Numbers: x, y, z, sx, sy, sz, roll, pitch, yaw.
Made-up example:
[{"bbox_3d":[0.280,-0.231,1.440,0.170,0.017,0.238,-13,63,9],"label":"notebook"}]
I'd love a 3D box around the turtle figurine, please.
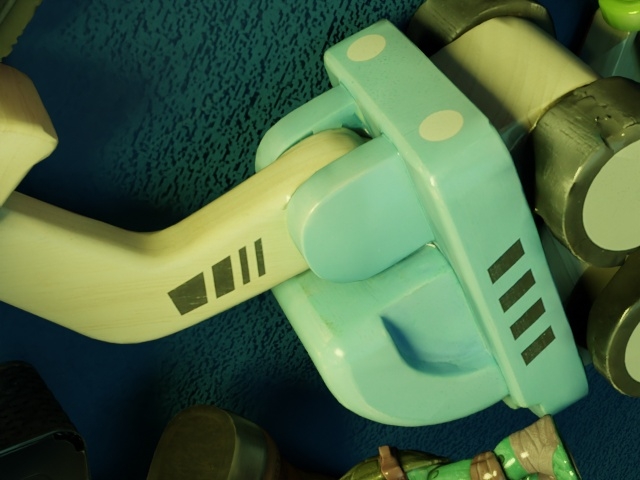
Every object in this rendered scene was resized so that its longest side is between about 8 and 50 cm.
[{"bbox_3d":[0.067,0.197,0.883,0.234,0.118,0.175,-25,170,8],"label":"turtle figurine"}]

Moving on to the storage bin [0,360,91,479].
[{"bbox_3d":[-0.219,0.185,0.843,0.122,0.084,0.180,-19,127,-26],"label":"storage bin"}]

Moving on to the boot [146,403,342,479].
[{"bbox_3d":[-0.069,0.274,0.948,0.280,0.096,0.264,47,54,-58],"label":"boot"}]

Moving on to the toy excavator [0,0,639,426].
[{"bbox_3d":[0.000,0.000,0.816,0.445,0.222,0.433,-32,132,-4],"label":"toy excavator"}]

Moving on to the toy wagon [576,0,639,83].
[{"bbox_3d":[0.347,-0.164,1.042,0.344,0.068,0.267,-39,134,-11],"label":"toy wagon"}]

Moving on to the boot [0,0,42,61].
[{"bbox_3d":[-0.214,-0.191,0.617,0.208,0.076,0.190,23,102,-36],"label":"boot"}]
